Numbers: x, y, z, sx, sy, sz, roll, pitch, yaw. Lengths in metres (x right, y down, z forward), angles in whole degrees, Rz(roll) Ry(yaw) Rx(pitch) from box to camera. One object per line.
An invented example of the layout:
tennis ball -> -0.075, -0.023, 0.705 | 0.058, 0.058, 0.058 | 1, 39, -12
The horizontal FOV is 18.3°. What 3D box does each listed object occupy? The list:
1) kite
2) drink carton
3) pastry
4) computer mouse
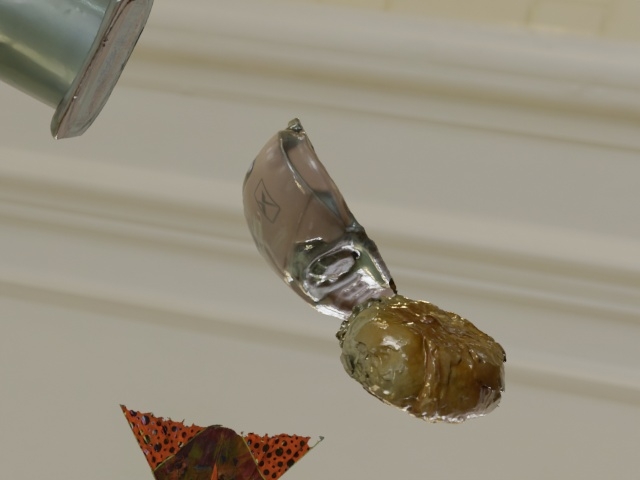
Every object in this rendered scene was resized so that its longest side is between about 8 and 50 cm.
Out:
kite -> -0.099, 0.219, 1.758 | 0.222, 0.008, 0.125 | 14, -92, -36
drink carton -> -0.302, -0.225, 2.121 | 0.191, 0.190, 0.185 | -44, -23, -81
pastry -> 0.088, 0.103, 1.698 | 0.081, 0.153, 0.153 | -60, -14, 14
computer mouse -> -0.006, 0.002, 2.186 | 0.199, 0.115, 0.389 | 63, -179, 26
